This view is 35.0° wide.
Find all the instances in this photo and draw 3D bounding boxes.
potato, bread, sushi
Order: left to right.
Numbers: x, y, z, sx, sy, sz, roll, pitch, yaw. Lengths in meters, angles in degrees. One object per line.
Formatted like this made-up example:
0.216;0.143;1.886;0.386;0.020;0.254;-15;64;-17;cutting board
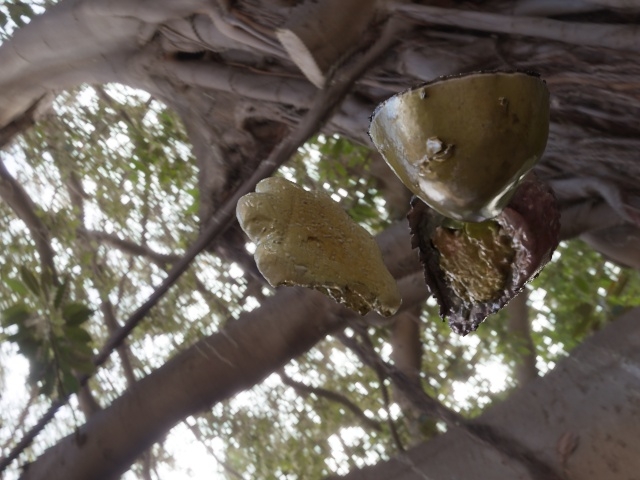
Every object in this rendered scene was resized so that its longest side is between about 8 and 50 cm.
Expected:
0.000;0.000;1.205;0.039;0.181;0.251;-38;-36;27;bread
0.145;-0.077;0.989;0.182;0.202;0.117;-11;-105;-2;potato
0.208;0.009;1.205;0.107;0.161;0.241;-50;-51;-45;sushi
